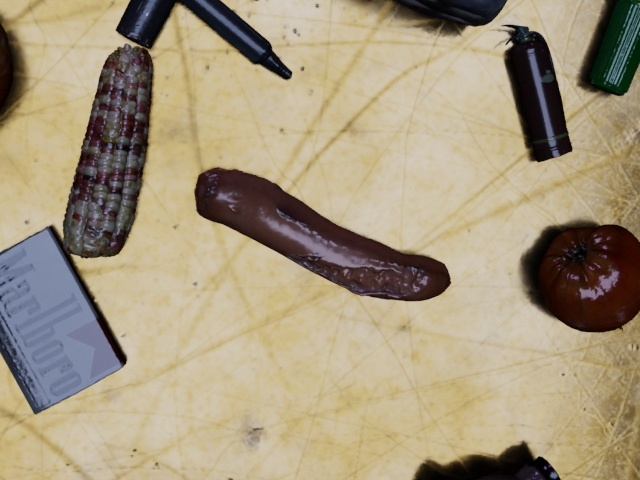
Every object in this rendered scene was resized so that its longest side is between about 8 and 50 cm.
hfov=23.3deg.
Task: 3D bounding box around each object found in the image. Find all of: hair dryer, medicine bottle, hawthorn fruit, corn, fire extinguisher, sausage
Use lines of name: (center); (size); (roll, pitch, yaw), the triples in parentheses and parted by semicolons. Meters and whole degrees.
hair dryer: (-0.100, -0.261, 1.696); (0.195, 0.050, 0.173); (26, 92, -10)
medicine bottle: (0.366, -0.287, 1.719); (0.095, 0.064, 0.260); (22, 92, -6)
hawthorn fruit: (0.307, 0.049, 1.707); (0.125, 0.125, 0.140); (-29, 93, -2)
corn: (-0.227, -0.095, 1.681); (0.080, 0.079, 0.237); (10, 89, -5)
fire extinguisher: (0.244, -0.168, 1.727); (0.064, 0.043, 0.158); (-17, 96, -33)
sausage: (0.000, 0.000, 1.704); (0.304, 0.078, 0.078); (26, 91, -8)

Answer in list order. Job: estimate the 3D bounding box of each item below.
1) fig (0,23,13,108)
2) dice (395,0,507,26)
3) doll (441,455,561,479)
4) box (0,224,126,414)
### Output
fig: (-0.430, -0.183, 1.612); (0.205, 0.205, 0.205); (0, 94, -5)
dice: (0.129, -0.338, 1.638); (0.182, 0.181, 0.183); (22, 90, -5)
doll: (0.161, 0.342, 1.714); (0.257, 0.117, 0.182); (-31, 94, -3)
box: (-0.305, 0.087, 1.702); (0.115, 0.036, 0.177); (-28, 95, -2)
